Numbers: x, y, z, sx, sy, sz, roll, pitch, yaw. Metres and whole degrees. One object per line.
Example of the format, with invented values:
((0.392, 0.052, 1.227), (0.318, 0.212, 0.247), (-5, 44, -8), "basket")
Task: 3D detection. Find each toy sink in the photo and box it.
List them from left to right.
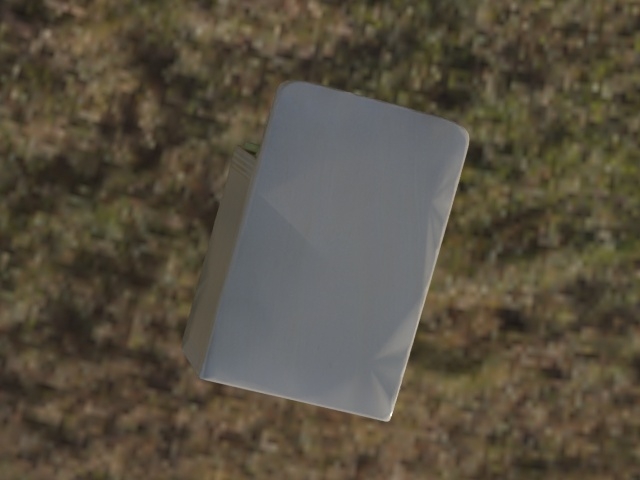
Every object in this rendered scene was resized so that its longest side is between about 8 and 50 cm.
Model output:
((0.000, 0.000, 1.506), (0.153, 0.234, 0.131), (13, -174, -13), "toy sink")
